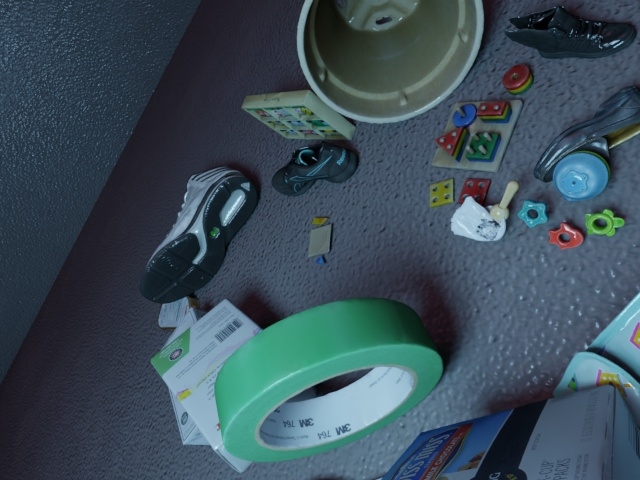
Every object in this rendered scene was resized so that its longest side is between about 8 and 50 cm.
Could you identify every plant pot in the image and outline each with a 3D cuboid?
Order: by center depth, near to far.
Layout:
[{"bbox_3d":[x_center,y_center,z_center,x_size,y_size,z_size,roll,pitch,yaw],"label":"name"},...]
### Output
[{"bbox_3d":[0.127,-0.468,0.893,0.334,0.334,0.305,-32,39,32],"label":"plant pot"}]

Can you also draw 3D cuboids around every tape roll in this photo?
[{"bbox_3d":[0.015,0.211,0.631,0.321,0.321,0.077,-43,45,22],"label":"tape roll"}]

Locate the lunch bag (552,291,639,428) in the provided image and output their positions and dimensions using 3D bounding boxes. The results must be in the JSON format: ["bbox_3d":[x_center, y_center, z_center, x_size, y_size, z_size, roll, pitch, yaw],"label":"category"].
[{"bbox_3d":[0.381,0.156,0.411,0.262,0.160,0.223,-60,43,26],"label":"lunch bag"}]

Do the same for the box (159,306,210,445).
[{"bbox_3d":[-0.289,0.321,1.068,0.169,0.087,0.290,-54,43,11],"label":"box"}]

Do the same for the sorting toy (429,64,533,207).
[{"bbox_3d":[0.265,-0.186,0.779,0.132,0.046,0.274,18,85,49],"label":"sorting toy"}]

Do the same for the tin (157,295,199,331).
[{"bbox_3d":[-0.425,0.217,1.300,0.190,0.040,0.106,-11,67,42],"label":"tin"}]

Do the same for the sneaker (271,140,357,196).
[{"bbox_3d":[-0.038,-0.180,1.046,0.267,0.106,0.101,-12,64,44],"label":"sneaker"}]

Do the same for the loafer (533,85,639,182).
[{"bbox_3d":[0.387,-0.138,0.620,0.170,0.062,0.061,-44,51,26],"label":"loafer"}]

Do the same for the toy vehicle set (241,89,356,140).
[{"bbox_3d":[-0.059,-0.304,1.081,0.267,0.166,0.035,17,83,49],"label":"toy vehicle set"}]

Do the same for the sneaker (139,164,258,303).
[{"bbox_3d":[-0.372,-0.033,1.304,0.447,0.169,0.257,-50,34,4],"label":"sneaker"}]

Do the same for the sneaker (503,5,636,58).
[{"bbox_3d":[0.389,-0.331,0.690,0.170,0.089,0.051,18,84,49],"label":"sneaker"}]

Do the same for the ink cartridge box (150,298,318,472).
[{"bbox_3d":[-0.173,0.271,0.867,0.201,0.117,0.278,-40,44,-22],"label":"ink cartridge box"}]

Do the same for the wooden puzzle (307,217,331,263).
[{"bbox_3d":[0.000,0.000,0.986,0.078,0.014,0.116,-9,64,48],"label":"wooden puzzle"}]

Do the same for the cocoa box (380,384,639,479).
[{"bbox_3d":[0.206,0.343,0.353,0.228,0.231,0.347,-32,76,32],"label":"cocoa box"}]

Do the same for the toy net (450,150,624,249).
[{"bbox_3d":[0.311,-0.039,0.658,0.232,0.045,0.122,-21,96,47],"label":"toy net"}]

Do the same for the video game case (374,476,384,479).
[{"bbox_3d":[0.091,0.461,0.656,0.190,0.022,0.173,-37,48,27],"label":"video game case"}]
